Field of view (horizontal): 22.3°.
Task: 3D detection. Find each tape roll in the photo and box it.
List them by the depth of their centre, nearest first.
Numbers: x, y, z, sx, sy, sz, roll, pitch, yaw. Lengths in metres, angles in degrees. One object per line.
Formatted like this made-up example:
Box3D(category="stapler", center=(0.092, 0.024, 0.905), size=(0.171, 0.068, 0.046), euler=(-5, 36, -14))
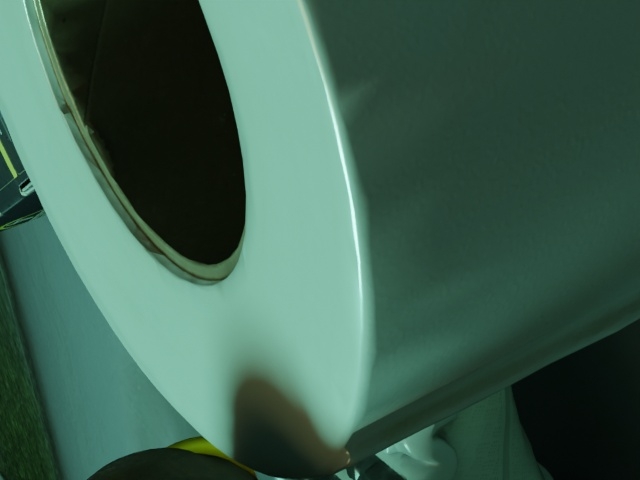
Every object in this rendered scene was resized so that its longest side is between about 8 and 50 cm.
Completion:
Box3D(category="tape roll", center=(0.014, -0.077, 0.462), size=(0.246, 0.169, 0.246), euler=(46, 149, 38))

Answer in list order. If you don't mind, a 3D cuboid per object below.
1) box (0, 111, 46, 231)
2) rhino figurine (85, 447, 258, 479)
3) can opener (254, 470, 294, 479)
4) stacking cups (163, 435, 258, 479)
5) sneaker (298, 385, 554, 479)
Box3D(category="box", center=(-0.214, -0.211, 0.907), size=(0.395, 0.097, 0.318), euler=(67, 158, -1))
Box3D(category="rhino figurine", center=(-0.007, 0.127, 0.486), size=(0.106, 0.073, 0.243), euler=(10, 156, 22))
Box3D(category="can opener", center=(0.000, 0.000, 0.651), size=(0.076, 0.095, 0.283), euler=(19, 129, 58))
Box3D(category="stacking cups", center=(-0.063, 0.250, 1.036), size=(0.096, 0.096, 0.316), euler=(49, 155, 34))
Box3D(category="sneaker", center=(0.062, 0.134, 0.631), size=(0.110, 0.118, 0.292), euler=(-140, 40, -61))
